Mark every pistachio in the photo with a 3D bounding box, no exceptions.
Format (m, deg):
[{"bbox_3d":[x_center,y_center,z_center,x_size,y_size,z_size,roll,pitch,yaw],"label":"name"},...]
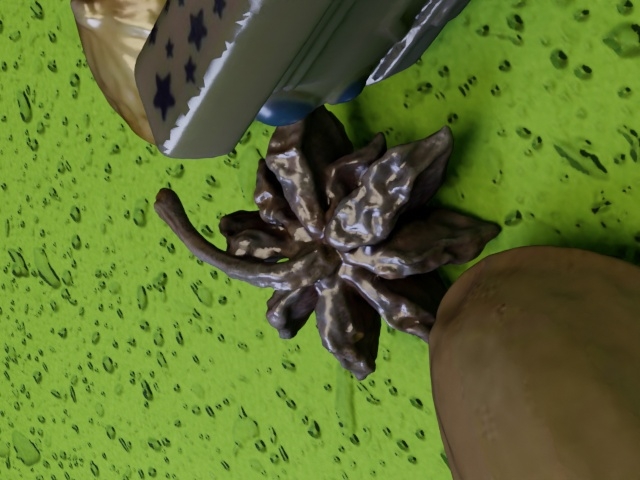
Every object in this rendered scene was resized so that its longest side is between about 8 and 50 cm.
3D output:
[{"bbox_3d":[0.161,0.114,0.562,0.212,0.162,0.261,-33,72,28],"label":"pistachio"}]

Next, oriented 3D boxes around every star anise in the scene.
[{"bbox_3d":[-0.001,0.000,0.680,0.231,0.089,0.209,-18,100,26],"label":"star anise"}]

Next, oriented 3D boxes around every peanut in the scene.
[{"bbox_3d":[-0.099,-0.135,0.716,0.140,0.109,0.159,19,140,50],"label":"peanut"}]

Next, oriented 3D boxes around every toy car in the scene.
[{"bbox_3d":[-0.067,-0.234,0.538,0.336,0.226,0.242,50,137,9],"label":"toy car"}]
